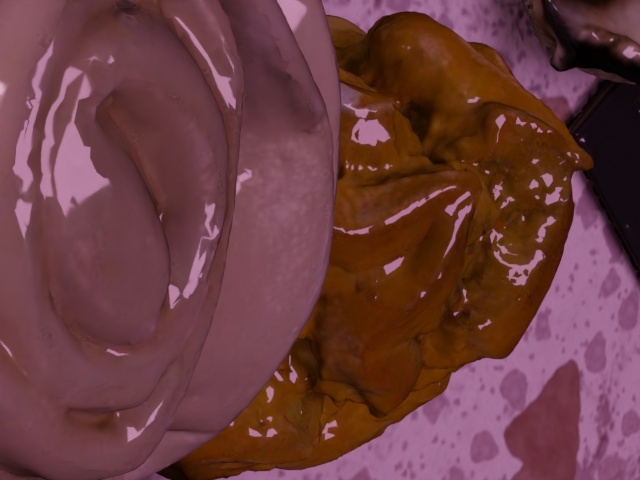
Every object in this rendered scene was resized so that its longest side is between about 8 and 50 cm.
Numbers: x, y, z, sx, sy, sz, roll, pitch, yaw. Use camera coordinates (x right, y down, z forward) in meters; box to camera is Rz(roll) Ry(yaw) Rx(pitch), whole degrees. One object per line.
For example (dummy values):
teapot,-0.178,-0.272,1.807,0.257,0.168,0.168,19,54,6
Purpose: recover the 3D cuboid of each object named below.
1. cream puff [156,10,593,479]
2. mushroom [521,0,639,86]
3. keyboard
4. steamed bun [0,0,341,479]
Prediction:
cream puff,-0.001,0.001,0.915,0.324,0.257,0.291,1,91,-40
mushroom,0.252,-0.274,1.179,0.247,0.130,0.344,16,84,-24
keyboard,0.295,-0.002,1.302,0.106,0.027,0.317,-46,121,-22
steamed bun,-0.139,-0.043,0.632,0.367,0.255,0.343,-10,94,-39
